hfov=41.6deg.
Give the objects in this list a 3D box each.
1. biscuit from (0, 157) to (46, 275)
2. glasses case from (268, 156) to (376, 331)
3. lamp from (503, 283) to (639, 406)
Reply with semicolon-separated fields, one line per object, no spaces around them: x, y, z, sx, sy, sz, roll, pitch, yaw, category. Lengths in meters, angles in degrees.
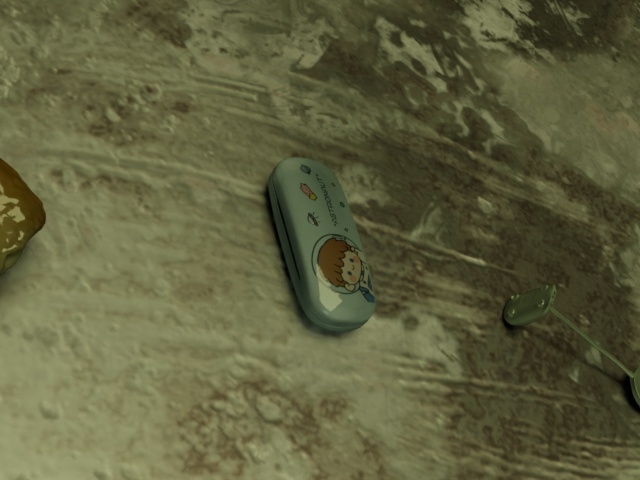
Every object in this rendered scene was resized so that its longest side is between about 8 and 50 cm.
-0.315;0.009;0.523;0.213;0.091;0.274;30;48;-12;biscuit
0.000;0.000;0.763;0.067;0.045;0.178;3;56;-31;glasses case
0.277;0.117;0.869;0.198;0.056;0.050;40;43;-16;lamp
